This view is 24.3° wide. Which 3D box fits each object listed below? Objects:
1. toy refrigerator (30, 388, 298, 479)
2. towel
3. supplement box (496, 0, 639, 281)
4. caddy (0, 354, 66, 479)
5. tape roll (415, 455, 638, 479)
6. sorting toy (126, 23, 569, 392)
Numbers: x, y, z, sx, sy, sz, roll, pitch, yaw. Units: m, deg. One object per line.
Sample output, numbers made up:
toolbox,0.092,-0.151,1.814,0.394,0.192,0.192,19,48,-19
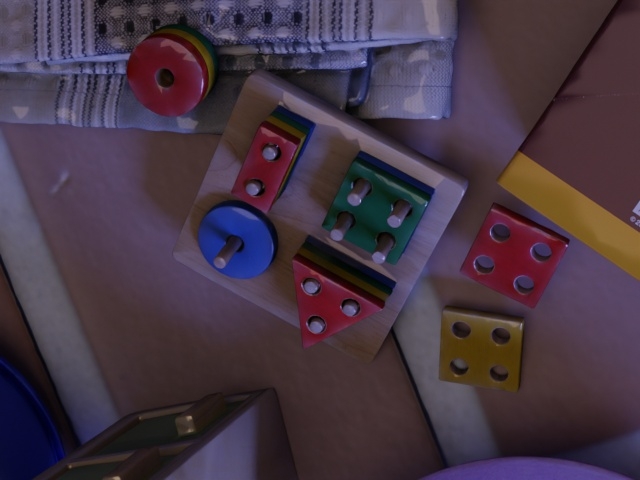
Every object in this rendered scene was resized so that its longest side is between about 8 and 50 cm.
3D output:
toy refrigerator,-0.103,0.156,0.781,0.102,0.269,0.094,-12,96,19
towel,-0.076,-0.215,0.819,0.312,0.056,0.324,1,101,17
supplement box,0.224,-0.063,0.716,0.191,0.129,0.194,35,108,9
caddy,-0.284,0.213,0.899,0.241,0.179,0.341,10,103,-8
tape roll,0.114,0.254,0.775,0.275,0.090,0.274,-4,75,17
sorting toy,0.000,0.000,0.816,0.275,0.046,0.132,29,122,3
